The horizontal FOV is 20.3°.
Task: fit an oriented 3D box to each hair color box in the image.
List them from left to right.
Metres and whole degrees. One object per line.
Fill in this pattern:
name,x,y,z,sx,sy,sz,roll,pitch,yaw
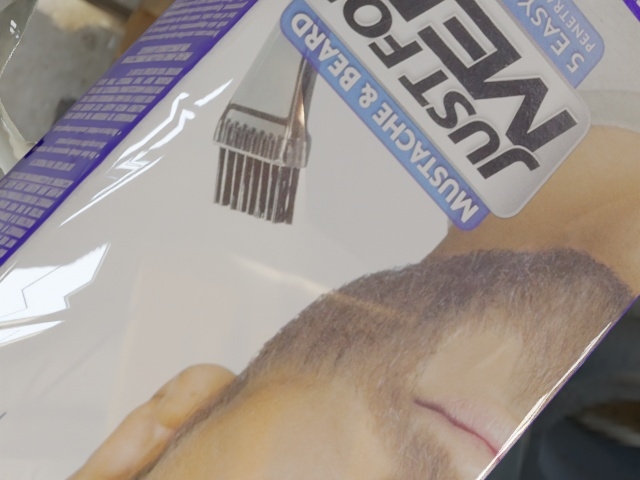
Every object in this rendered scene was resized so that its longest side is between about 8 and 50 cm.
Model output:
hair color box,0.000,0.000,0.649,0.185,0.339,0.110,47,167,-20

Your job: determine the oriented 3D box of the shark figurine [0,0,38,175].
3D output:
shark figurine,-0.147,-0.026,1.118,0.278,0.166,0.116,28,157,-32
